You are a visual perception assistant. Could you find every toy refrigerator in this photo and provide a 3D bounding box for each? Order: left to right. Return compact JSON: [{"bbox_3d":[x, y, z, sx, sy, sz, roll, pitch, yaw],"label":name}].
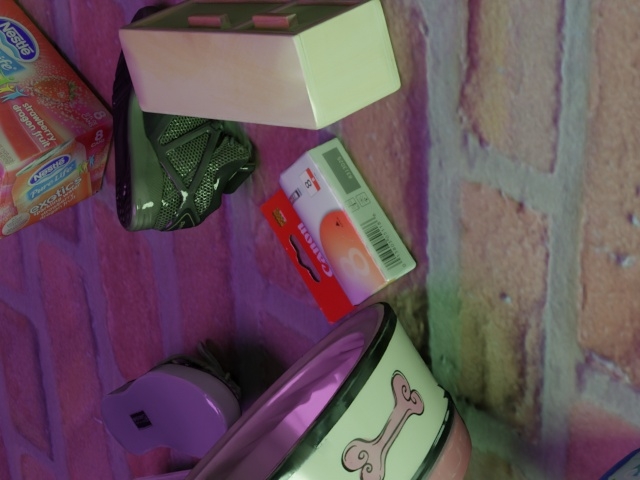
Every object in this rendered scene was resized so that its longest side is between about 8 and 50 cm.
[{"bbox_3d":[-0.061,-0.169,1.564,0.269,0.102,0.094,11,123,50],"label":"toy refrigerator"}]

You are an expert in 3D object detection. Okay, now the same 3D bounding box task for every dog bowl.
[{"bbox_3d":[-0.027,0.253,1.591,0.150,0.408,0.408,43,147,-5],"label":"dog bowl"}]

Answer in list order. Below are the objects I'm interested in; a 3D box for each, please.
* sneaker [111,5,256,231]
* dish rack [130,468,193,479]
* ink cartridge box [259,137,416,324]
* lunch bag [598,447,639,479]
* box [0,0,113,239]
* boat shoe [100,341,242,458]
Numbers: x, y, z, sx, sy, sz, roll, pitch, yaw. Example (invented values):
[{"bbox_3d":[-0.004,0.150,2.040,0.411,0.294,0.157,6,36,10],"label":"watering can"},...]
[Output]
[{"bbox_3d":[-0.138,-0.119,1.732,0.087,0.130,0.227,148,120,-62],"label":"sneaker"},{"bbox_3d":[-0.146,0.438,2.030,0.285,0.072,0.332,-15,86,42],"label":"dish rack"},{"bbox_3d":[0.000,0.000,1.660,0.145,0.045,0.179,58,144,5],"label":"ink cartridge box"},{"bbox_3d":[0.266,0.237,1.378,0.129,0.151,0.096,-7,108,54],"label":"lunch bag"},{"bbox_3d":[-0.383,-0.168,1.951,0.300,0.154,0.142,49,145,20],"label":"box"},{"bbox_3d":[-0.144,0.177,1.930,0.113,0.105,0.306,57,153,-1],"label":"boat shoe"}]
